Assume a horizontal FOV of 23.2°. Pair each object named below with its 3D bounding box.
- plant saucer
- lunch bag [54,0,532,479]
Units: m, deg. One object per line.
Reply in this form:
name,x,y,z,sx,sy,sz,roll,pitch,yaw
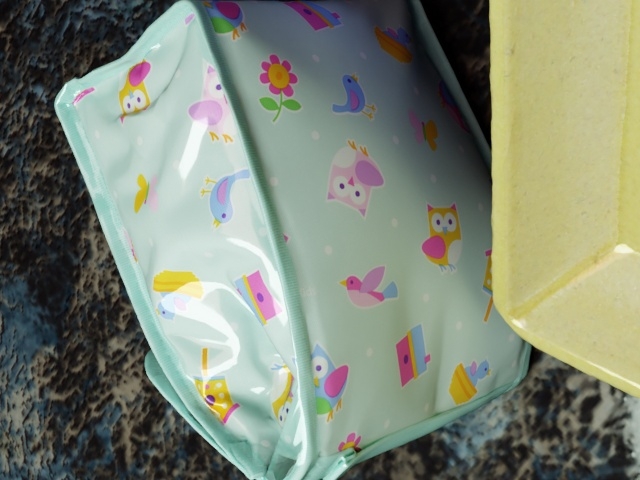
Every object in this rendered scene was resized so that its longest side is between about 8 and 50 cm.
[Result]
plant saucer,0.236,-0.030,0.723,0.332,0.081,0.333,26,141,30
lunch bag,0.000,0.000,0.908,0.160,0.223,0.262,-27,81,40
